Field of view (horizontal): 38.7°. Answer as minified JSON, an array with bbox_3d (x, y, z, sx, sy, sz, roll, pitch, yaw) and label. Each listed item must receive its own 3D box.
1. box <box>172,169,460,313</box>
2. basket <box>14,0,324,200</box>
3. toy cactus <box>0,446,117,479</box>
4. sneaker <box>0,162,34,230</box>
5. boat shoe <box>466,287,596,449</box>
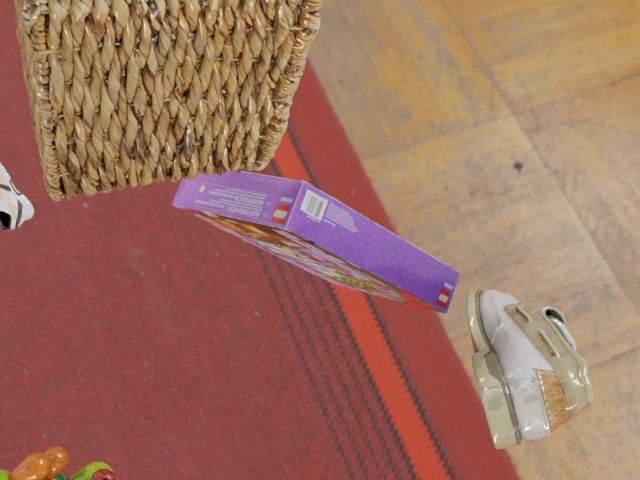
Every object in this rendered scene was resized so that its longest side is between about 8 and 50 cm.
[{"bbox_3d":[0.000,0.000,1.061,0.200,0.293,0.057,13,79,46],"label":"box"},{"bbox_3d":[-0.147,-0.198,0.781,0.222,0.299,0.214,-10,67,-16],"label":"basket"},{"bbox_3d":[-0.272,0.234,0.760,0.219,0.180,0.112,-31,96,-11],"label":"toy cactus"},{"bbox_3d":[-0.393,-0.059,1.100,0.109,0.040,0.044,54,42,-22],"label":"sneaker"},{"bbox_3d":[0.214,0.121,0.948,0.103,0.113,0.302,-15,15,10],"label":"boat shoe"}]
